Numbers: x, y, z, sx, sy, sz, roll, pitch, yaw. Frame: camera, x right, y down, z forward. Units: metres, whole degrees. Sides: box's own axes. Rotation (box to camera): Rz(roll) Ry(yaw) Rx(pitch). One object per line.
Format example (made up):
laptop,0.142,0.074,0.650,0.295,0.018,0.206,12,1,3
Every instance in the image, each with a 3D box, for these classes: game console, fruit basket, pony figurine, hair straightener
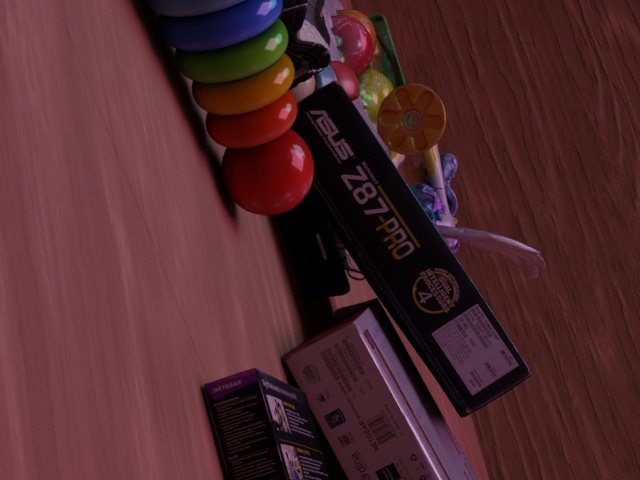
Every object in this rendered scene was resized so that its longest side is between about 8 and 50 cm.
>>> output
game console,0.000,0.000,1.592,0.071,0.107,0.122,-26,100,-40
fruit basket,0.040,-0.324,2.465,0.353,0.166,0.327,39,32,-59
pony figurine,0.218,-0.017,2.687,0.351,0.303,0.363,19,50,-40
hair straightener,0.030,-0.050,2.034,0.089,0.047,0.230,20,52,-80

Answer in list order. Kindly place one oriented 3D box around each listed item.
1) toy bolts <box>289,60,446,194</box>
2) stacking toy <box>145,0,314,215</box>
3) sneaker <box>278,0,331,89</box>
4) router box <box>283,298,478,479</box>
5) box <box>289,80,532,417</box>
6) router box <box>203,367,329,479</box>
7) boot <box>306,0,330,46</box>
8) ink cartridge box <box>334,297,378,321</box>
toy bolts,0.036,-0.172,1.896,0.228,0.218,0.158,55,18,14
stacking toy,-0.079,-0.168,1.254,0.141,0.141,0.330,-94,169,-62
sneaker,-0.088,-0.272,1.517,0.147,0.130,0.330,59,1,15
router box,0.095,0.236,1.460,0.335,0.082,0.301,61,7,2
box,0.097,0.027,1.639,0.395,0.097,0.318,56,-3,10
router box,-0.030,0.176,1.056,0.179,0.046,0.133,48,24,-73
boot,-0.068,-0.351,1.859,0.161,0.083,0.246,43,19,-35
ink cartridge box,0.074,0.166,1.781,0.109,0.063,0.150,-99,169,-49
